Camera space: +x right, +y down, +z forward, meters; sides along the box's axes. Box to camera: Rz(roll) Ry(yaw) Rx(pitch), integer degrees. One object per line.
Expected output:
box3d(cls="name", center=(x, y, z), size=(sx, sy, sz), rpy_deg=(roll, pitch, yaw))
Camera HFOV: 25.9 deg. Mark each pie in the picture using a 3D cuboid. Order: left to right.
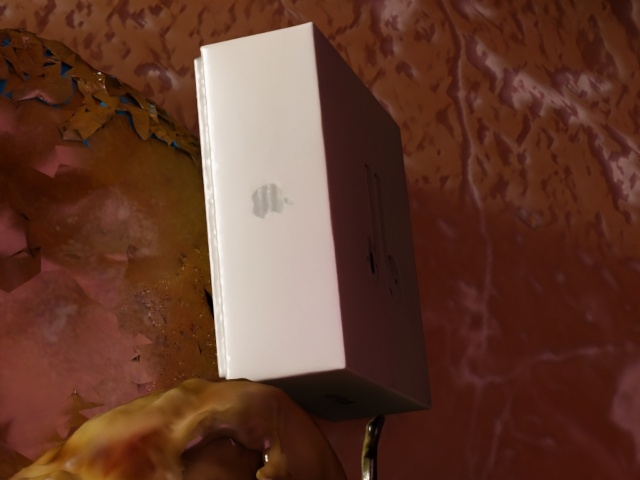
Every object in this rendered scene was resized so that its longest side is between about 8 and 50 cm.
box3d(cls="pie", center=(-0.143, 0.027, 0.517), size=(0.273, 0.069, 0.273), rpy_deg=(10, 67, -25))

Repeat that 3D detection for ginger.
box3d(cls="ginger", center=(-0.075, 0.201, 0.420), size=(0.172, 0.165, 0.321), rpy_deg=(-1, 98, 0))

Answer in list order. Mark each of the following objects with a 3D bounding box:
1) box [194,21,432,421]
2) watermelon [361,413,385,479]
box3d(cls="box", center=(0.000, 0.000, 0.555), size=(0.051, 0.130, 0.129), rpy_deg=(-11, 74, 16))
box3d(cls="watermelon", center=(0.079, 0.201, 0.524), size=(0.232, 0.127, 0.204), rpy_deg=(22, 63, -21))
